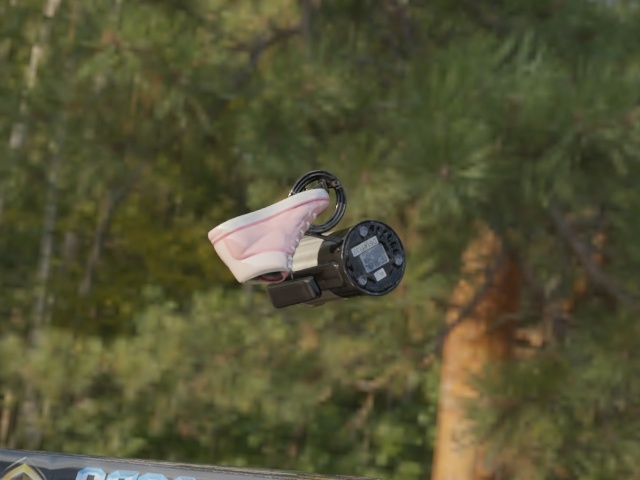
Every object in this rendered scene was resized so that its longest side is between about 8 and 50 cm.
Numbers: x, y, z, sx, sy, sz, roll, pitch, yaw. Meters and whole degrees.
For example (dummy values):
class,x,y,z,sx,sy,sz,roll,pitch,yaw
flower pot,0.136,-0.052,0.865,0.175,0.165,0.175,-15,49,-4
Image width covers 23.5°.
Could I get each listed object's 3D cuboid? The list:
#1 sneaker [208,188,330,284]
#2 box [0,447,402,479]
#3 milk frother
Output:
class,x,y,z,sx,sy,sz,roll,pitch,yaw
sneaker,-0.036,0.001,1.428,0.134,0.070,0.051,-22,-11,-37
box,-0.064,0.196,1.114,0.296,0.073,0.293,2,-7,14
milk frother,0.000,0.000,1.693,0.129,0.143,0.135,-8,-4,-34
